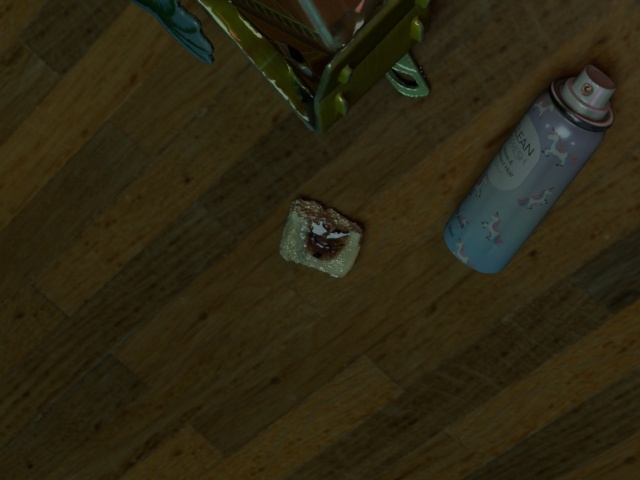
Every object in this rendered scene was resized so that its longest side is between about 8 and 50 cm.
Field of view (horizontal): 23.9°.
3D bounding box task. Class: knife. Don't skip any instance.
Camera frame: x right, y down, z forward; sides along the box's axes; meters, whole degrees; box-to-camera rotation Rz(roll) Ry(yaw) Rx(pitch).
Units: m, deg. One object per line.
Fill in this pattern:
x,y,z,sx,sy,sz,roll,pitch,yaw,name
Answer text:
0.014,-0.249,1.406,0.043,0.020,0.293,-25,111,29,knife

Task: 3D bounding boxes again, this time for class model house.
-0.028,-0.288,1.318,0.340,0.300,0.323,34,164,43,model house

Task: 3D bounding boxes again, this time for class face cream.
0.201,-0.070,1.422,0.075,0.075,0.229,31,126,-2,face cream

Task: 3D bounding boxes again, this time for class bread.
0.000,0.000,1.564,0.083,0.035,0.070,22,128,1,bread
